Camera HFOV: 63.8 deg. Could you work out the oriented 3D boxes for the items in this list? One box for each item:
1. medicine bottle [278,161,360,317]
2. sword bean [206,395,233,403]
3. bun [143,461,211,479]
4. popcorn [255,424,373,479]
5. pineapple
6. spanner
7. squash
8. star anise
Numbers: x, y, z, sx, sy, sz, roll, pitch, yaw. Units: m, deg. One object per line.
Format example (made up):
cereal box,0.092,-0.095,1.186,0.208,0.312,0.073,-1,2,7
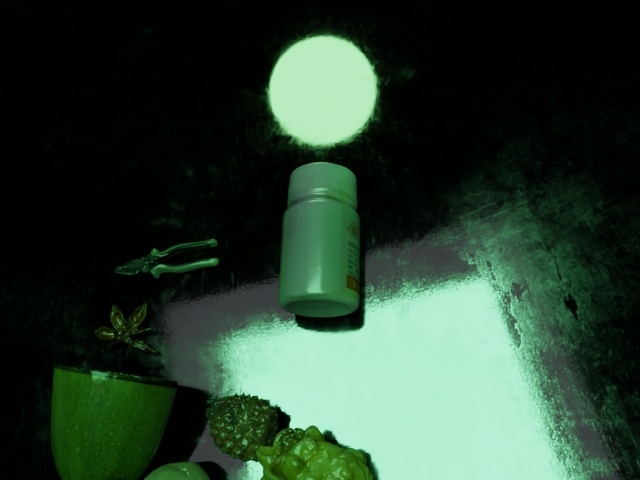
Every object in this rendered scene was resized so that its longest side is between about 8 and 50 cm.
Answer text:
medicine bottle,0.000,0.000,1.408,0.219,0.219,0.389,-3,67,8
sword bean,-0.268,0.429,1.388,0.083,0.012,0.012,-12,66,5
bun,-0.350,0.639,1.255,0.193,0.128,0.179,-16,65,15
popcorn,-0.019,0.548,1.165,0.286,0.252,0.215,-18,29,33
pineapple,-0.204,0.459,1.289,0.193,0.166,0.166,16,71,15
spanner,-0.469,0.061,1.559,0.324,0.040,0.096,-11,67,3
squash,-0.534,0.479,1.259,0.310,0.310,0.309,5,71,12
star anise,-0.561,0.248,1.490,0.212,0.053,0.157,1,68,12
